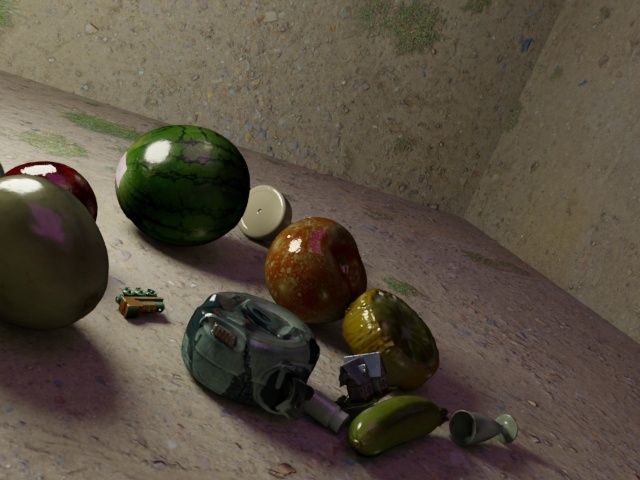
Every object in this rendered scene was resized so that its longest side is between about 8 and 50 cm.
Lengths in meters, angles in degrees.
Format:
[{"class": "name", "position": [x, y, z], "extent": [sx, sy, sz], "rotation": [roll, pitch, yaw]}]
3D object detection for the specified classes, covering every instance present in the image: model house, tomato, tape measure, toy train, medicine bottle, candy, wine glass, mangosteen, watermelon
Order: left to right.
[{"class": "mangosteen", "position": [-0.583, -0.042, 1.544], "extent": [0.215, 0.215, 0.257], "rotation": [12, 49, -35]}, {"class": "toy train", "position": [-0.370, 0.131, 1.511], "extent": [0.103, 0.044, 0.064], "rotation": [5, 26, -44]}, {"class": "watermelon", "position": [-0.358, -0.145, 1.945], "extent": [0.364, 0.363, 0.363], "rotation": [21, 15, -6]}, {"class": "tape measure", "position": [-0.125, 0.205, 1.408], "extent": [0.275, 0.147, 0.256], "rotation": [25, 14, 3]}, {"class": "tomato", "position": [-0.021, 0.081, 1.817], "extent": [0.223, 0.270, 0.270], "rotation": [-13, -4, 30]}, {"class": "medicine bottle", "position": [0.010, 0.324, 1.379], "extent": [0.083, 0.047, 0.047], "rotation": [32, 17, 19]}, {"class": "model house", "position": [0.074, 0.277, 1.464], "extent": [0.117, 0.088, 0.167], "rotation": [-13, -3, 30]}, {"class": "candy", "position": [0.167, 0.232, 1.709], "extent": [0.260, 0.118, 0.259], "rotation": [37, 27, -22]}, {"class": "wine glass", "position": [0.351, 0.404, 1.565], "extent": [0.155, 0.073, 0.073], "rotation": [15, 17, -40]}]

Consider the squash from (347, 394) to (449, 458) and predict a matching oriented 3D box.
[{"class": "squash", "position": [0.159, 0.350, 1.428], "extent": [0.094, 0.094, 0.341], "rotation": [33, 19, 34]}]

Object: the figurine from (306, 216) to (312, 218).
[{"class": "figurine", "position": [-0.003, 0.001, 2.298], "extent": [0.237, 0.141, 0.162], "rotation": [-52, 120, -80]}]

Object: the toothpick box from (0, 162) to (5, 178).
[{"class": "toothpick box", "position": [-0.808, -0.128, 1.378], "extent": [0.355, 0.262, 0.263], "rotation": [22, 15, 4]}]

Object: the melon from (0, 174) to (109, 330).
[{"class": "melon", "position": [-0.513, 0.020, 1.287], "extent": [0.272, 0.271, 0.308], "rotation": [8, 15, -44]}]

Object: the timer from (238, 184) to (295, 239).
[{"class": "timer", "position": [-0.132, -0.059, 2.376], "extent": [0.175, 0.175, 0.266], "rotation": [31, 1, 30]}]
